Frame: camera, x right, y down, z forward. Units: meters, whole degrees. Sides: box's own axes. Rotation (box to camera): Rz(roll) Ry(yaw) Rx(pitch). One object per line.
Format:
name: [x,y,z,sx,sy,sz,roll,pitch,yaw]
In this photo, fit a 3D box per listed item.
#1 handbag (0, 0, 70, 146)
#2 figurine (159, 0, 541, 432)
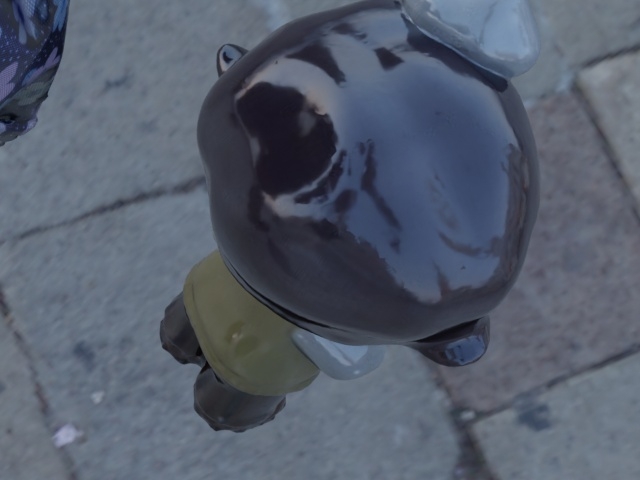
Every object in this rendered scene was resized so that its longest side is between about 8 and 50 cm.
handbag: [-0.152,-0.082,0.524,0.127,0.229,0.208,21,34,11]
figurine: [0.017,0.001,1.140,0.206,0.365,0.218,-9,66,-15]
